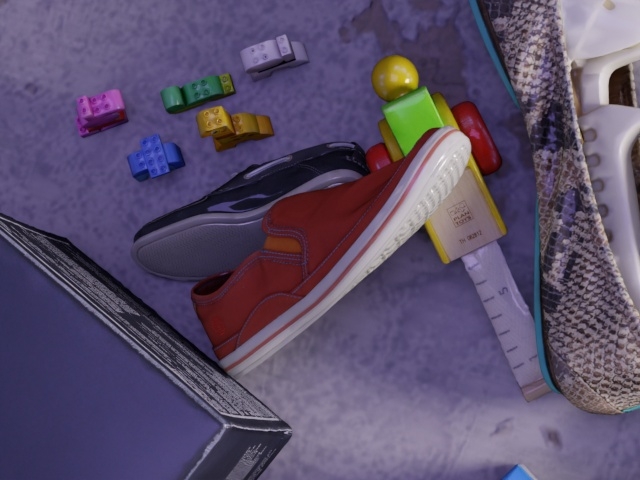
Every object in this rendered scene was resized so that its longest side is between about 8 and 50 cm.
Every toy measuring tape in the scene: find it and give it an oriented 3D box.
[{"bbox_3d":[0.128,-0.017,1.567,0.121,0.121,0.330,-26,102,4],"label":"toy measuring tape"}]

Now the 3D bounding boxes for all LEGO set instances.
[{"bbox_3d":[-0.117,-0.116,1.602,0.227,0.093,0.087,-19,80,6],"label":"LEGO set"}]

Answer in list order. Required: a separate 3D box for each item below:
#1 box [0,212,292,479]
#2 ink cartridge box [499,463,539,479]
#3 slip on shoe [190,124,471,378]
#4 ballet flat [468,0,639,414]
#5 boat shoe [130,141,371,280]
[{"bbox_3d":[-0.210,0.132,1.482,0.296,0.294,0.182,39,89,12],"label":"box"},{"bbox_3d":[0.111,0.294,1.492,0.231,0.134,0.078,-43,79,1],"label":"ink cartridge box"},{"bbox_3d":[0.000,0.000,1.495,0.101,0.123,0.331,51,128,2],"label":"slip on shoe"},{"bbox_3d":[0.247,-0.096,1.502,0.182,0.164,0.482,-15,82,37],"label":"ballet flat"},{"bbox_3d":[-0.063,-0.026,1.603,0.233,0.084,0.079,-19,44,12],"label":"boat shoe"}]
